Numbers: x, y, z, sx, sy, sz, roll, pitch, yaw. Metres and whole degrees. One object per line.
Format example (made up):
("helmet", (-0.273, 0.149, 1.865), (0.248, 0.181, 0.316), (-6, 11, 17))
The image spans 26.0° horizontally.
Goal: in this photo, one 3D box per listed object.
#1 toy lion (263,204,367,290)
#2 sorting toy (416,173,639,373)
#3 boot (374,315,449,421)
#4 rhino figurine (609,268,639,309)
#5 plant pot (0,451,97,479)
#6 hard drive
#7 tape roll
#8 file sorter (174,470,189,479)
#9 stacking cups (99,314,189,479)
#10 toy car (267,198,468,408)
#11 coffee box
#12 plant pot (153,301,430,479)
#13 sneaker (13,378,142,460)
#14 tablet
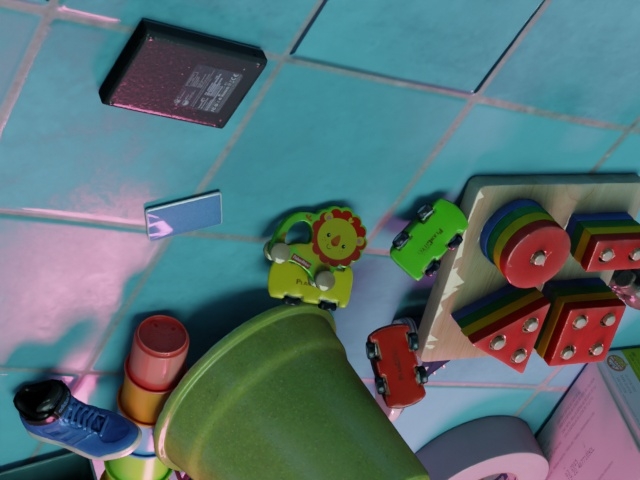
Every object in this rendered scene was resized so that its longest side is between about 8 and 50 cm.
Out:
("toy lion", (0.000, 0.000, 1.554), (0.100, 0.034, 0.096), (32, 86, -19))
("sorting toy", (0.273, 0.052, 1.700), (0.255, 0.089, 0.257), (-2, 125, -28))
("boot", (0.130, 0.171, 1.839), (0.086, 0.069, 0.190), (-7, 139, -18))
("rhino figurine", (0.478, 0.005, 1.828), (0.243, 0.073, 0.106), (-40, 138, 18))
("plant pot", (-0.353, 0.408, 1.794), (0.166, 0.165, 0.234), (-14, 151, -14))
("hard drive", (-0.129, -0.154, 1.312), (0.135, 0.022, 0.094), (9, 133, -38))
("tape roll", (0.239, 0.362, 2.147), (0.219, 0.072, 0.219), (-16, 144, -12))
("file sorter", (-0.076, 0.393, 1.878), (0.202, 0.182, 0.290), (-17, 138, -12))
("stacking cups", (-0.210, 0.219, 1.680), (0.096, 0.096, 0.316), (-8, 142, -21))
("toy car", (0.083, 0.045, 1.618), (0.239, 0.053, 0.225), (43, 86, -9))
("coffee box", (0.559, 0.388, 2.136), (0.334, 0.338, 0.337), (-4, 140, -27))
("plant pot", (-0.013, 0.255, 1.642), (0.276, 0.254, 0.276), (-33, 150, -22))
("sneaker", (-0.285, 0.205, 1.610), (0.152, 0.058, 0.084), (11, 146, 20))
("tablet", (-0.145, -0.026, 1.482), (0.083, 0.006, 0.054), (-14, 144, -13))
